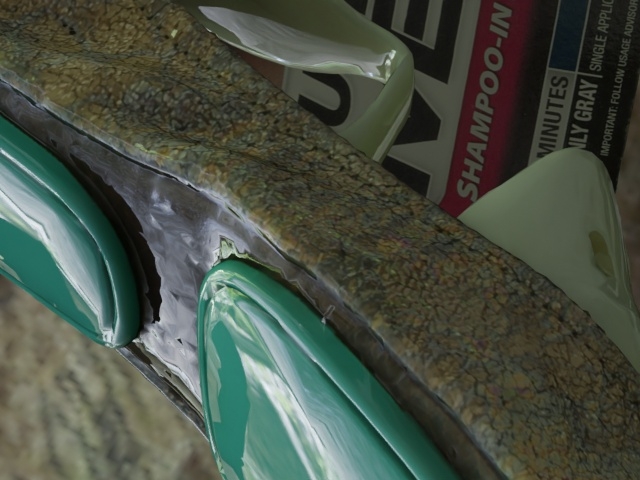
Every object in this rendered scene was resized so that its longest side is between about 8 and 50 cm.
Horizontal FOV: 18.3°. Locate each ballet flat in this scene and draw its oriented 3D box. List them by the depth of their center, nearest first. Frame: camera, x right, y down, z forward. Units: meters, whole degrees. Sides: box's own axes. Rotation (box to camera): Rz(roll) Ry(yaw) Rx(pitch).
[{"bbox_3d":[0.000,0.000,0.439,0.316,0.106,0.107,42,-29,24],"label":"ballet flat"}]

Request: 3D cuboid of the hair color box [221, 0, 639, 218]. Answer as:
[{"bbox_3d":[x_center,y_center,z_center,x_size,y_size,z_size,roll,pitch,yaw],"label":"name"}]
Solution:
[{"bbox_3d":[-0.060,-0.102,0.705,0.347,0.105,0.173,8,-81,-11],"label":"hair color box"}]
